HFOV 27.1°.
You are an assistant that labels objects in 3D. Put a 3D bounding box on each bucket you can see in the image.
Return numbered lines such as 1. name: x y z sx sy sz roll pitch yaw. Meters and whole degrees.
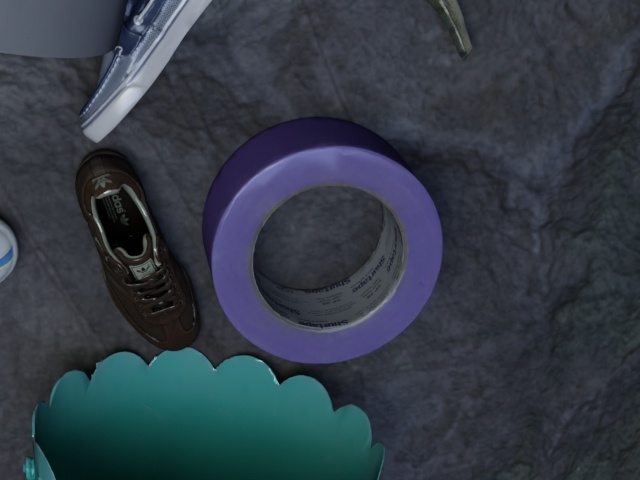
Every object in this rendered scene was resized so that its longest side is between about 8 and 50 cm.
1. bucket: -0.098 0.225 1.062 0.281 0.281 0.183 5 112 -13

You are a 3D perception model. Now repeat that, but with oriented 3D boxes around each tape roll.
1. tape roll: 0.000 0.000 1.087 0.189 0.080 0.189 -4 114 -9
2. tape roll: -0.235 -0.190 0.885 0.219 0.219 0.072 10 109 -15

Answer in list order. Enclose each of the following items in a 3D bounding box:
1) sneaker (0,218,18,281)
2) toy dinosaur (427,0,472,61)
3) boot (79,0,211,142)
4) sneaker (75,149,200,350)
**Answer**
1. sneaker: -0.352 0.025 1.001 0.240 0.126 0.091 0 112 -11
2. toy dinosaur: 0.046 -0.258 1.004 0.268 0.064 0.118 32 109 -24
3. boot: -0.144 -0.171 1.001 0.086 0.069 0.190 36 94 -15
4. sneaker: -0.149 0.021 1.070 0.066 0.071 0.188 -24 114 -1
